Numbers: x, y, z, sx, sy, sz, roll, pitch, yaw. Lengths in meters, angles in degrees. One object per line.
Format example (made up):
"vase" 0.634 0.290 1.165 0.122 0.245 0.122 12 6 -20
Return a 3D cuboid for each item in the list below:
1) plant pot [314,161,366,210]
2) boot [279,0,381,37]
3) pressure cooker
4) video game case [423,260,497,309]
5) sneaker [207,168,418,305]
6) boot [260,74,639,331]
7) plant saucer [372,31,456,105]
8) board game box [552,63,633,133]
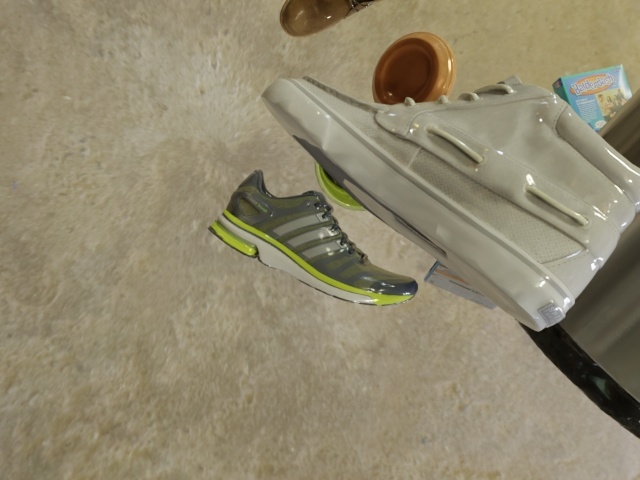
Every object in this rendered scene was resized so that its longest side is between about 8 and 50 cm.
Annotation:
"plant pot" 0.030 -0.077 0.664 0.083 0.079 0.083 -3 111 -9
"boot" 0.058 -0.491 1.511 0.305 0.115 0.112 -28 122 6
"pressure cooker" 0.449 -0.010 0.861 0.375 0.370 0.420 36 111 -12
"video game case" 0.223 0.059 1.134 0.119 0.166 0.015 23 75 4
"sneaker" 0.000 0.000 1.054 0.300 0.111 0.121 24 93 1
"boot" 0.085 -0.063 0.516 0.258 0.095 0.123 40 86 21
"plant saucer" 0.187 -0.342 1.603 0.037 0.200 0.200 14 96 -52
"board game box" 0.627 -0.276 1.715 0.160 0.047 0.210 -13 81 -10
